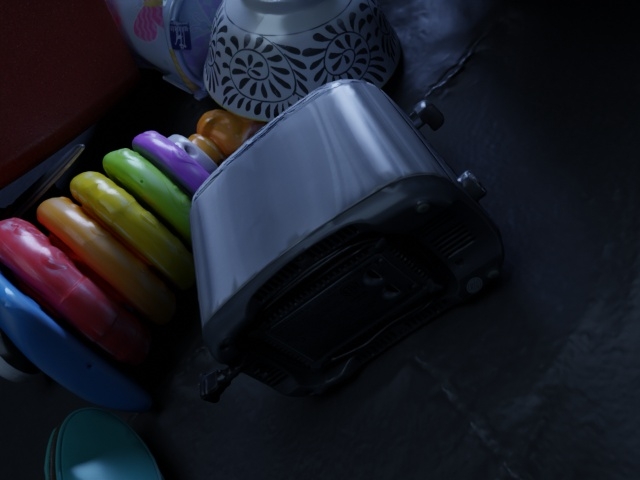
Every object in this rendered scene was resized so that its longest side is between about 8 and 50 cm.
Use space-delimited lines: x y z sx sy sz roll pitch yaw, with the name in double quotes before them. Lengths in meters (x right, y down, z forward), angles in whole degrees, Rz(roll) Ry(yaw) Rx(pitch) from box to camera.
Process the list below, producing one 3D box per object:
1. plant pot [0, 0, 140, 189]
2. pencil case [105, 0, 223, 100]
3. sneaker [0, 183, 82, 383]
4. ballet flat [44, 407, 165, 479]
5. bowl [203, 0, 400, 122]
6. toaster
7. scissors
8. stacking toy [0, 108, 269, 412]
"plant pot" -0.338 -0.174 0.751 0.236 0.267 0.267 -32 14 -32
"pencil case" -0.173 -0.226 0.809 0.273 0.113 0.124 25 127 43
"sneaker" -0.275 0.022 0.764 0.121 0.079 0.217 -39 46 17
"ballet flat" -0.131 0.220 0.538 0.247 0.083 0.087 39 125 44
"bowl" -0.021 -0.180 0.636 0.170 0.080 0.170 -5 48 5
"toaster" 0.000 0.000 0.532 0.227 0.129 0.146 -37 44 18
"scissors" -0.294 -0.008 0.721 0.297 0.021 0.109 -14 51 48
"stacking toy" -0.138 -0.028 0.656 0.302 0.175 0.166 -49 43 -12
